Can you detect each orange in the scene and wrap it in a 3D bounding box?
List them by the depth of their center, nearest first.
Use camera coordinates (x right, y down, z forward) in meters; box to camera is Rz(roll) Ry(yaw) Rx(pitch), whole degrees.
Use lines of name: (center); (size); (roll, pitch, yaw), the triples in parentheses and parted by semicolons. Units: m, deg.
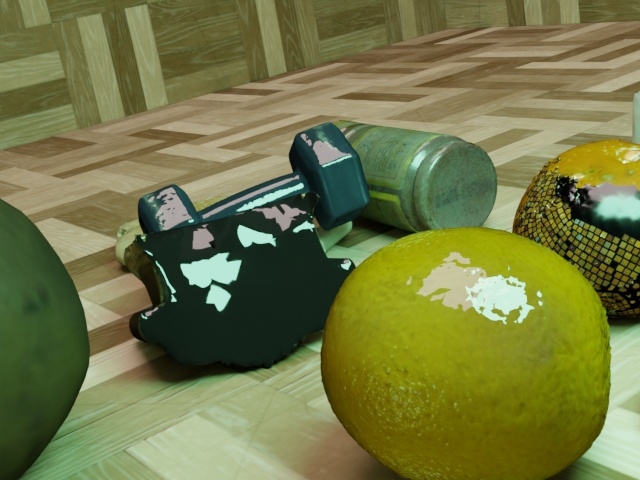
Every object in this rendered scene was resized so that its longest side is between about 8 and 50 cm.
orange: (0.115, 0.094, 0.745); (0.236, 0.236, 0.236); (-9, 18, 3)
orange: (0.332, -0.013, 1.029); (0.234, 0.182, 0.234); (3, 19, -1)

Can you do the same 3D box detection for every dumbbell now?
dumbbell: (-0.092, -0.046, 1.306); (0.316, 0.143, 0.156); (-24, 51, -14)

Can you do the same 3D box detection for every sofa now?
sofa: (-0.106, 0.059, 1.122); (0.258, 0.182, 0.200); (-16, 1, -17)

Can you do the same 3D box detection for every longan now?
longan: (-0.407, 0.102, 0.824); (0.404, 0.336, 0.404); (-28, -14, -8)

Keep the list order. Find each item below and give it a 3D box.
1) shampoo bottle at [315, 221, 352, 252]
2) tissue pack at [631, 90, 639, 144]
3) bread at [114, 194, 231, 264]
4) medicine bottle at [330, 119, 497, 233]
shampoo bottle: (0.000, 0.000, 1.384); (0.049, 0.034, 0.141); (5, 24, 24)
tissue pack: (0.498, -0.087, 1.109); (0.124, 0.201, 0.271); (-7, 17, -15)
bread: (-0.194, -0.019, 1.519); (0.316, 0.054, 0.316); (-8, 16, 2)
medicine bottle: (0.116, -0.098, 1.428); (0.151, 0.151, 0.322); (-19, 20, -27)
